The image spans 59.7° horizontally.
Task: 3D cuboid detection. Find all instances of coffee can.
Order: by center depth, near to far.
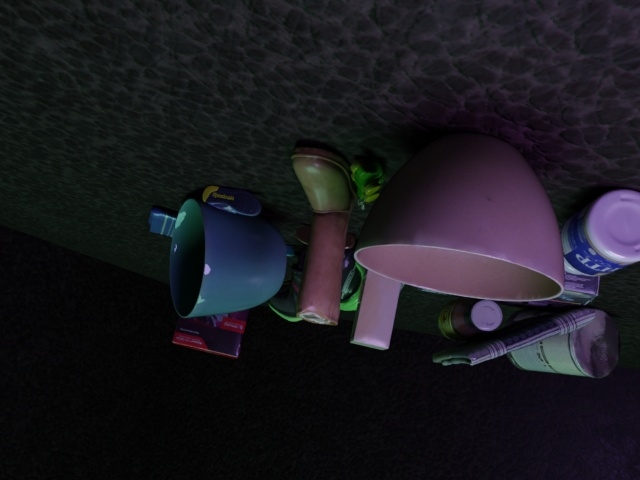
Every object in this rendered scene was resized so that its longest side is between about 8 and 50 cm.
[{"bbox_3d":[0.743,0.314,1.737,0.201,0.202,0.275,18,166,-22],"label":"coffee can"}]

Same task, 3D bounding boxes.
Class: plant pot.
[{"bbox_3d":[0.204,-0.039,0.798,0.284,0.191,0.284,11,167,3],"label":"plant pot"},{"bbox_3d":[-0.227,0.050,1.412,0.235,0.293,0.293,5,172,-29],"label":"plant pot"}]

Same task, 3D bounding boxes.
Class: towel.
[{"bbox_3d":[0.452,0.246,1.353,0.312,0.056,0.324,-19,170,-7],"label":"towel"},{"bbox_3d":[-0.365,-0.029,1.739,0.336,0.040,0.243,14,165,-15],"label":"towel"}]

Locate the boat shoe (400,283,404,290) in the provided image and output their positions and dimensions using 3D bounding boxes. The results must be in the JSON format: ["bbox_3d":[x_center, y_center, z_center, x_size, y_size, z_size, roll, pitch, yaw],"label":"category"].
[{"bbox_3d":[0.185,0.115,1.686,0.095,0.084,0.258,3,163,39],"label":"boat shoe"}]

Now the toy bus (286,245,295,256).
[{"bbox_3d":[-0.190,0.071,1.731,0.202,0.104,0.191,4,167,-14],"label":"toy bus"}]

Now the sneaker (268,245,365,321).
[{"bbox_3d":[-0.006,0.109,1.649,0.483,0.185,0.202,-22,104,49],"label":"sneaker"}]

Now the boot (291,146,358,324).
[{"bbox_3d":[0.000,0.000,0.977,0.089,0.270,0.236,4,165,26],"label":"boot"}]

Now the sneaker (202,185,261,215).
[{"bbox_3d":[-0.196,-0.088,1.281,0.144,0.053,0.059,18,168,17],"label":"sneaker"}]

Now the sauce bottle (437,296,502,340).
[{"bbox_3d":[0.370,0.192,1.381,0.111,0.111,0.344,12,169,3],"label":"sauce bottle"}]

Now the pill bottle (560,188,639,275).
[{"bbox_3d":[0.449,-0.002,0.896,0.112,0.112,0.187,11,167,6],"label":"pill bottle"}]

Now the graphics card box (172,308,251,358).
[{"bbox_3d":[-0.351,0.203,1.940,0.232,0.371,0.094,15,167,-4],"label":"graphics card box"}]

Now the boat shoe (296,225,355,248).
[{"bbox_3d":[0.011,0.000,1.439,0.152,0.056,0.049,12,162,2],"label":"boat shoe"}]

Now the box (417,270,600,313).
[{"bbox_3d":[0.417,0.084,1.321,0.394,0.097,0.318,9,169,18],"label":"box"}]

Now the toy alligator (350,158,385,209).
[{"bbox_3d":[0.088,-0.100,0.973,0.051,0.056,0.190,-29,166,-2],"label":"toy alligator"}]

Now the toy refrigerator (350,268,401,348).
[{"bbox_3d":[0.139,0.121,1.356,0.094,0.270,0.102,13,168,1],"label":"toy refrigerator"}]
